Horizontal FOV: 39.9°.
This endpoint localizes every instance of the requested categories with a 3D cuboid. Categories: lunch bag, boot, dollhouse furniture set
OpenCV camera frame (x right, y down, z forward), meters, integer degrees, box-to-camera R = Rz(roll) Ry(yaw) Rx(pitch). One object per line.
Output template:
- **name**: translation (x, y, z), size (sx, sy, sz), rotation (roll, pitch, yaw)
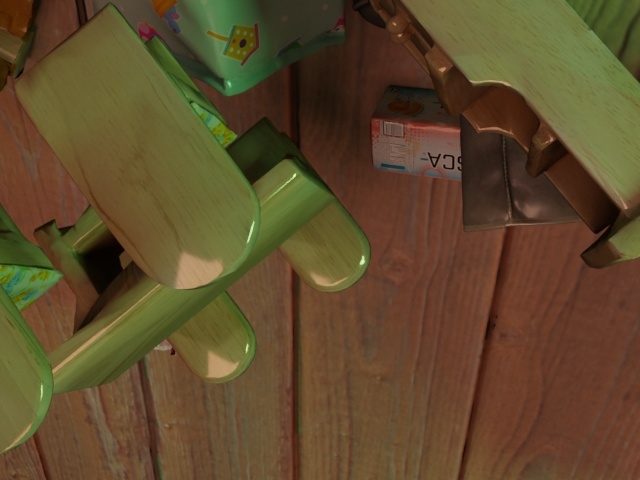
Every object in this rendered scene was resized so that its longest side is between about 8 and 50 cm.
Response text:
- **lunch bag**: translation (-0.111, -0.265, 0.677), size (0.262, 0.160, 0.223), rotation (35, 144, 39)
- **boot**: translation (0.120, -0.111, 0.711), size (0.190, 0.076, 0.208), rotation (1, 104, 24)
- **dollhouse furniture set**: translation (0.000, 0.000, 0.576), size (0.394, 0.362, 0.256), rotation (-39, 79, 7)

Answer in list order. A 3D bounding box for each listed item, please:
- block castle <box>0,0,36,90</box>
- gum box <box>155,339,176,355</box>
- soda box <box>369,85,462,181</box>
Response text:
- **block castle**: translation (-0.392, -0.177, 0.682), size (0.213, 0.453, 0.303), rotation (26, 134, -8)
- **gum box**: translation (-0.170, 0.029, 0.987), size (0.062, 0.107, 0.188), rotation (15, 132, 12)
- **soda box**: translation (0.139, -0.090, 0.780), size (0.183, 0.063, 0.058), rotation (10, 131, 17)
